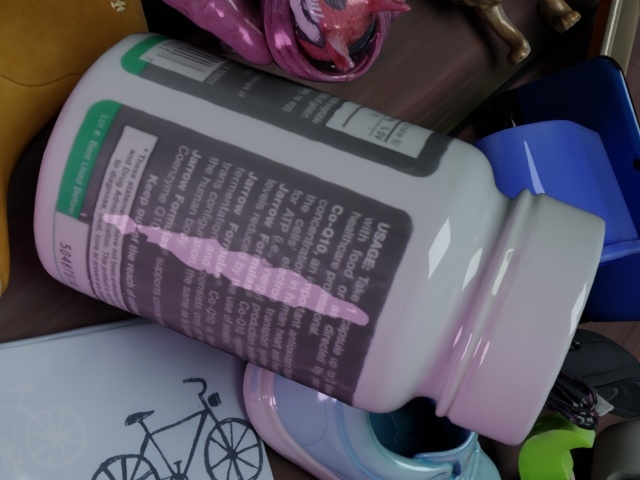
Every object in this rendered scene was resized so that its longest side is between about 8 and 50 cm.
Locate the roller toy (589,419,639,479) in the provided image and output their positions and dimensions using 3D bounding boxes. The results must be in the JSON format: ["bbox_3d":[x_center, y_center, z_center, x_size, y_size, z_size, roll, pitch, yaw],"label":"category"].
[{"bbox_3d":[0.421,0.313,1.091,0.191,0.209,0.146,14,65,2],"label":"roller toy"}]

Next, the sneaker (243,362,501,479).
[{"bbox_3d":[0.095,0.200,0.838,0.366,0.150,0.135,35,61,-40],"label":"sneaker"}]

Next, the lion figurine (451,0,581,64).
[{"bbox_3d":[0.243,-0.385,1.153,0.240,0.142,0.392,50,37,-12],"label":"lion figurine"}]

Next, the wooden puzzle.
[{"bbox_3d":[0.400,-0.297,1.221,0.221,0.044,0.239,12,96,-66],"label":"wooden puzzle"}]

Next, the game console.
[{"bbox_3d":[0.334,-0.061,1.074,0.250,0.173,0.293,-23,97,-58],"label":"game console"}]

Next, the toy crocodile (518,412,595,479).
[{"bbox_3d":[0.267,0.358,0.976,0.115,0.105,0.341,1,79,-64],"label":"toy crocodile"}]

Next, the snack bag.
[{"bbox_3d":[-0.161,0.225,0.691,0.323,0.037,0.343,-9,83,-44],"label":"snack bag"}]

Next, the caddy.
[{"bbox_3d":[0.182,0.008,0.892,0.341,0.241,0.179,-2,74,-62],"label":"caddy"}]

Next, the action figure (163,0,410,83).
[{"bbox_3d":[-0.042,-0.193,0.680,0.248,0.370,0.276,-15,129,-13],"label":"action figure"}]

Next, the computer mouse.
[{"bbox_3d":[0.303,0.145,1.047,0.272,0.188,0.072,16,105,-47],"label":"computer mouse"}]

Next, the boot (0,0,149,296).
[{"bbox_3d":[-0.212,-0.116,0.680,0.211,0.104,0.295,-18,88,-43],"label":"boot"}]

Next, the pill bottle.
[{"bbox_3d":[0.000,0.000,0.656,0.361,0.204,0.204,22,57,10],"label":"pill bottle"}]
